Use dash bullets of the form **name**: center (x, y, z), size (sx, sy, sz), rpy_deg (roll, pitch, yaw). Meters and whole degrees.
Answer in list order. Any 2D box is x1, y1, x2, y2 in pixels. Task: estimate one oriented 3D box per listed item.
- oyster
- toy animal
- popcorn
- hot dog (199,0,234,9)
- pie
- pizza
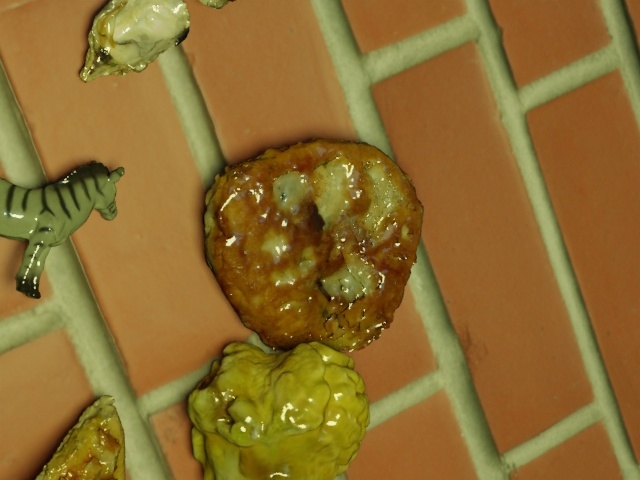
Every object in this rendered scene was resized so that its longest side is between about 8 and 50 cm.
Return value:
- **oyster**: center (-0.210, -0.247, 1.512), size (0.122, 0.045, 0.146), rpy_deg (9, 82, -20)
- **toy animal**: center (-0.338, -0.032, 1.461), size (0.217, 0.073, 0.176), rpy_deg (20, 80, -18)
- **popcorn**: center (-0.056, 0.210, 1.550), size (0.200, 0.203, 0.226), rpy_deg (-20, 146, -43)
- **hot dog**: center (-0.085, -0.359, 1.509), size (0.213, 0.103, 0.146), rpy_deg (-17, 119, 8)
- **pie**: center (0.000, 0.000, 1.595), size (0.308, 0.085, 0.308), rpy_deg (-4, 99, -26)
- **pizza**: center (-0.280, 0.316, 1.457), size (0.197, 0.058, 0.292), rpy_deg (30, 71, -66)
